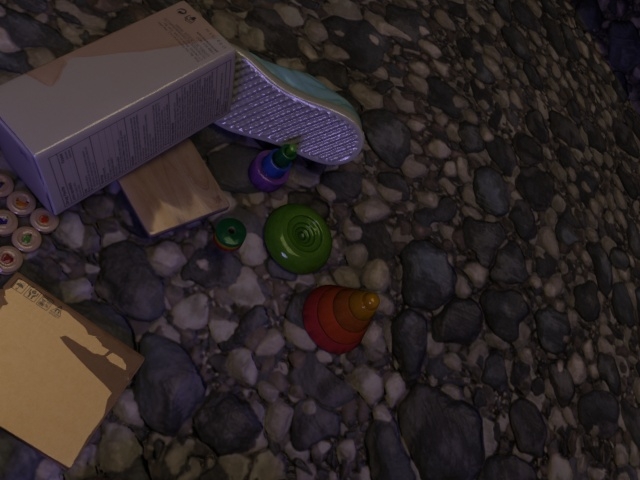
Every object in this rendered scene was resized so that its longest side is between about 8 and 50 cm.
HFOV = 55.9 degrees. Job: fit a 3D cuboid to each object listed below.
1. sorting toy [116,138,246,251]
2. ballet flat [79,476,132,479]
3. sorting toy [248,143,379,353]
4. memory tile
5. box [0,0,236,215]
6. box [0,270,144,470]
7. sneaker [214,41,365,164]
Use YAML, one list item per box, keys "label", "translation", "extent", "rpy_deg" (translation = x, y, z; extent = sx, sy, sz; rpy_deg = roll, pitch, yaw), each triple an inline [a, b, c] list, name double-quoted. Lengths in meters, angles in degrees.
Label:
- label: "sorting toy"
  translation: [-0.233, -0.081, 0.908]
  extent: [0.132, 0.046, 0.274]
  rpy_deg: [-25, 74, -32]
- label: "ballet flat"
  translation: [-0.156, 0.353, 0.733]
  extent: [0.316, 0.106, 0.107]
  rpy_deg: [16, 61, -26]
- label: "sorting toy"
  translation: [0.000, 0.000, 0.979]
  extent: [0.127, 0.126, 0.365]
  rpy_deg: [-20, 81, -37]
- label: "memory tile"
  translation: [-0.433, -0.035, 0.791]
  extent: [0.148, 0.012, 0.113]
  rpy_deg: [38, 54, -12]
- label: "box"
  translation: [-0.275, -0.186, 0.832]
  extent: [0.311, 0.148, 0.121]
  rpy_deg: [-38, 76, -28]
- label: "box"
  translation: [-0.348, 0.159, 0.752]
  extent: [0.201, 0.021, 0.164]
  rpy_deg: [38, 54, -13]
- label: "sneaker"
  translation: [-0.094, -0.253, 1.057]
  extent: [0.366, 0.135, 0.150]
  rpy_deg: [29, 26, -13]
